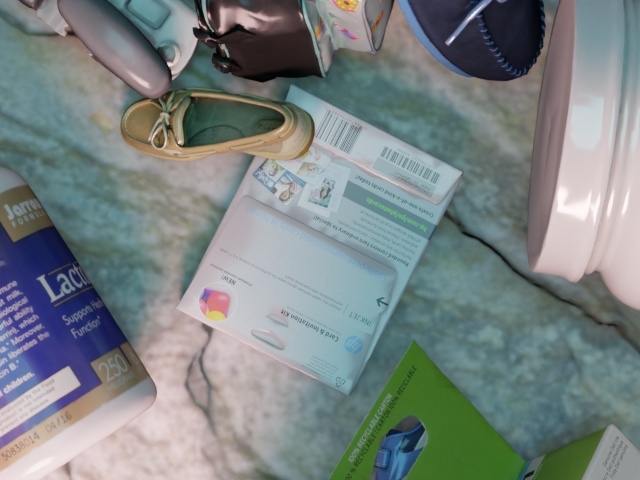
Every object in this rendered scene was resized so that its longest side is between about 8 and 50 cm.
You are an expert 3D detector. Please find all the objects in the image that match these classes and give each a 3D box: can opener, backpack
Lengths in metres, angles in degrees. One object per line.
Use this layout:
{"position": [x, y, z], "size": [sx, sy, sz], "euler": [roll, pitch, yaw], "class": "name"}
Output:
{"position": [-0.207, -0.209, 1.421], "size": [0.280, 0.093, 0.074], "euler": [37, 90, 5], "class": "can opener"}
{"position": [-0.016, -0.221, 1.377], "size": [0.144, 0.166, 0.188], "euler": [-4, 78, 8], "class": "backpack"}

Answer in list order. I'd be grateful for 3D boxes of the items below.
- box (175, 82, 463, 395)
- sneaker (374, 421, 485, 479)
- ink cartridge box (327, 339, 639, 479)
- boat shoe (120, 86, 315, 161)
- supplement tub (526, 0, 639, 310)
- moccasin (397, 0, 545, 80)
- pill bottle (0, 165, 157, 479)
{"position": [0.000, 0.000, 1.438], "size": [0.145, 0.038, 0.186], "euler": [26, 88, 2], "class": "box"}
{"position": [0.057, 0.173, 1.428], "size": [0.059, 0.053, 0.144], "euler": [41, 80, -2], "class": "sneaker"}
{"position": [0.140, 0.199, 1.333], "size": [0.255, 0.097, 0.189], "euler": [47, 46, -12], "class": "ink cartridge box"}
{"position": [-0.081, -0.086, 1.414], "size": [0.153, 0.048, 0.056], "euler": [8, 81, 23], "class": "boat shoe"}
{"position": [0.320, -0.058, 1.337], "size": [0.331, 0.241, 0.241], "euler": [7, 89, 0], "class": "supplement tub"}
{"position": [0.103, -0.226, 1.304], "size": [0.116, 0.342, 0.138], "euler": [4, 58, 27], "class": "moccasin"}
{"position": [-0.245, 0.042, 1.380], "size": [0.153, 0.153, 0.265], "euler": [-33, 90, -1], "class": "pill bottle"}
